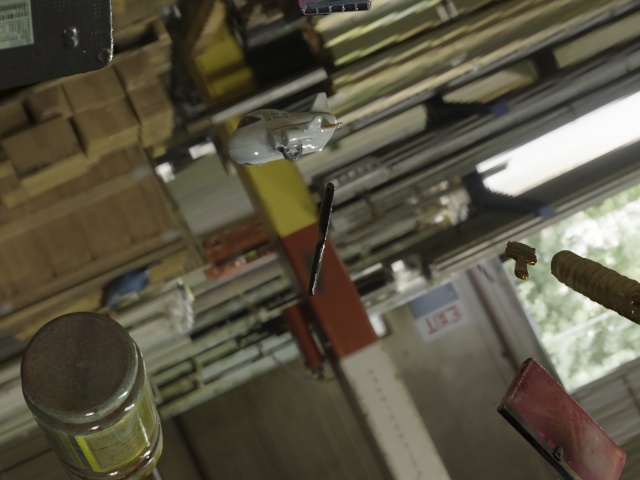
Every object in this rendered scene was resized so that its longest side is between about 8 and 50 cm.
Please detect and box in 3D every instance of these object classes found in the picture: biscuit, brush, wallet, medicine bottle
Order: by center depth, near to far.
[{"bbox_3d":[0.258,0.026,1.370,0.170,0.043,0.014,-48,156,-75],"label":"brush"},{"bbox_3d":[-0.296,0.220,1.411,0.151,0.151,0.322,-24,156,-15],"label":"medicine bottle"},{"bbox_3d":[0.404,0.062,1.529,0.055,0.061,0.219,-17,-156,-20],"label":"biscuit"},{"bbox_3d":[0.377,0.297,1.648,0.025,0.232,0.119,-35,-167,50],"label":"wallet"},{"bbox_3d":[0.000,0.000,1.755,0.016,0.193,0.063,8,-172,-7],"label":"brush"}]

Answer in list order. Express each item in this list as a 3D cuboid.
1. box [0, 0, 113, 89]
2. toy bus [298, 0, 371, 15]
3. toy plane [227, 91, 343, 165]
[{"bbox_3d":[-0.471,-0.315,1.531,0.350,0.058,0.211,-17,136,-25],"label":"box"},{"bbox_3d":[0.026,-0.433,1.911,0.131,0.052,0.037,-2,-143,10],"label":"toy bus"},{"bbox_3d":[-0.073,-0.212,2.073,0.245,0.117,0.244,-12,-172,2],"label":"toy plane"}]
